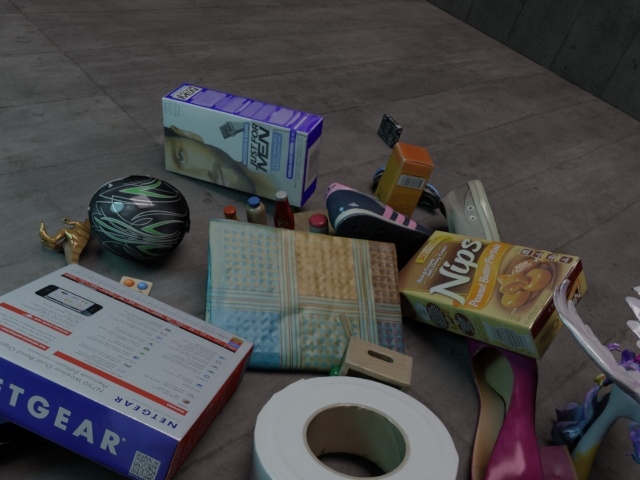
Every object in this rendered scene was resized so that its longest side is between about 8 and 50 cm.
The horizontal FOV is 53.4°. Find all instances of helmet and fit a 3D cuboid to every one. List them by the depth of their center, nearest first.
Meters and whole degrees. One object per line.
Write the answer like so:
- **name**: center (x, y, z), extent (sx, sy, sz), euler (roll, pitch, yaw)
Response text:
- **helmet**: center (-0.336, -0.040, 1.182), extent (0.170, 0.169, 0.161), euler (25, 20, 8)

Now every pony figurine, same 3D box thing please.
- **pony figurine**: center (0.520, 0.250, 1.020), extent (0.303, 0.363, 0.351), euler (-4, 42, -28)

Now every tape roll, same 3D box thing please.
- **tape roll**: center (0.042, 0.313, 0.892), extent (0.286, 0.100, 0.286), euler (6, 25, -3)

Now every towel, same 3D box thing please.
- **towel**: center (-0.027, 0.105, 1.157), extent (0.371, 0.040, 0.271), euler (7, 64, -17)

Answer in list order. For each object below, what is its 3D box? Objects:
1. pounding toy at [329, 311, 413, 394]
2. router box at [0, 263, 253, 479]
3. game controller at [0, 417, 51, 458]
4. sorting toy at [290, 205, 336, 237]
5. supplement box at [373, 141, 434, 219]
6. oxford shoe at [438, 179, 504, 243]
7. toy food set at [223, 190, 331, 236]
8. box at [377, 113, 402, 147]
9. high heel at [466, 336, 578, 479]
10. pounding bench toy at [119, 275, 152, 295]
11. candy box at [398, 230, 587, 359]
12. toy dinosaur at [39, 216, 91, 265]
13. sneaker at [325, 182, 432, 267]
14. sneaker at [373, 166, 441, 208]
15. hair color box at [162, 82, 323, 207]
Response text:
- **pounding toy**: center (0.071, 0.216, 1.057), extent (0.141, 0.130, 0.100), euler (20, 29, 1)
- **router box**: center (-0.298, 0.167, 0.901), extent (0.336, 0.082, 0.301), euler (23, 16, 6)
- **game controller**: center (-0.458, 0.228, 0.862), extent (0.319, 0.067, 0.166), euler (-10, 46, -35)
- **sorting toy**: center (0.000, 0.000, 1.356), extent (0.132, 0.046, 0.274), euler (-9, 42, -11)
- **supplement box**: center (0.168, -0.096, 1.417), extent (0.080, 0.233, 0.078), euler (11, 37, -17)
- **oxford shoe**: center (0.354, 0.046, 1.420), extent (0.130, 0.169, 0.449), euler (-20, 45, 15)
- **toy food set**: center (-0.073, -0.031, 1.274), extent (0.233, 0.104, 0.111), euler (7, 44, 12)
- **box**: center (0.202, -0.319, 1.859), extent (0.018, 0.067, 0.083), euler (-6, 42, -29)
- **high heel**: center (0.288, 0.264, 1.096), extent (0.182, 0.127, 0.377), euler (7, 38, -22)
- **pounding bench toy**: center (-0.336, 0.097, 1.084), extent (0.083, 0.065, 0.052), euler (14, 37, -7)
- **candy box**: center (0.305, 0.090, 1.198), extent (0.317, 0.087, 0.183), euler (14, 50, 46)
- **toy dinosaur**: center (-0.450, 0.005, 1.154), extent (0.112, 0.064, 0.211), euler (10, 38, -15)
- **sneaker**: center (0.135, -0.039, 1.350), extent (0.319, 0.112, 0.131), euler (24, 33, -45)
- **sneaker**: center (0.219, -0.121, 1.627), extent (0.188, 0.067, 0.078), euler (24, 58, 3)
- **hair color box**: center (-0.175, -0.213, 1.412), extent (0.339, 0.185, 0.110), euler (17, 36, 14)
